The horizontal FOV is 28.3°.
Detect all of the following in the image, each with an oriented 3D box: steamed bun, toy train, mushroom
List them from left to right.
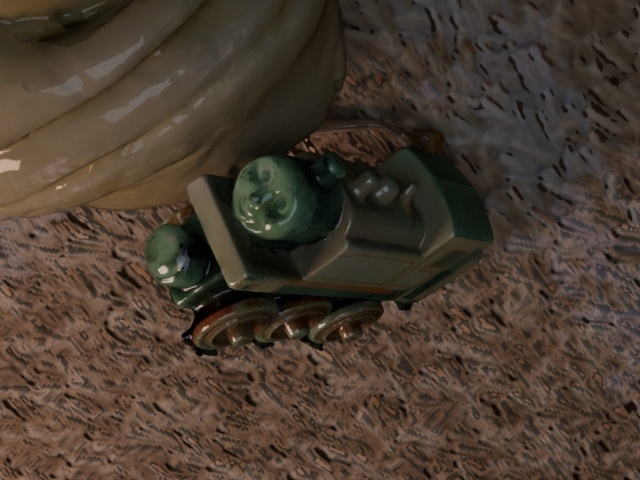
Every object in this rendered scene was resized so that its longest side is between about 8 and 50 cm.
[{"bbox_3d":[-0.141,-0.127,0.607,0.276,0.203,0.289,-31,105,13],"label":"steamed bun"},{"bbox_3d":[-0.072,-0.050,0.726,0.286,0.028,0.026,-2,150,5],"label":"mushroom"},{"bbox_3d":[0.000,0.000,0.654,0.125,0.194,0.081,-36,68,25],"label":"toy train"}]
